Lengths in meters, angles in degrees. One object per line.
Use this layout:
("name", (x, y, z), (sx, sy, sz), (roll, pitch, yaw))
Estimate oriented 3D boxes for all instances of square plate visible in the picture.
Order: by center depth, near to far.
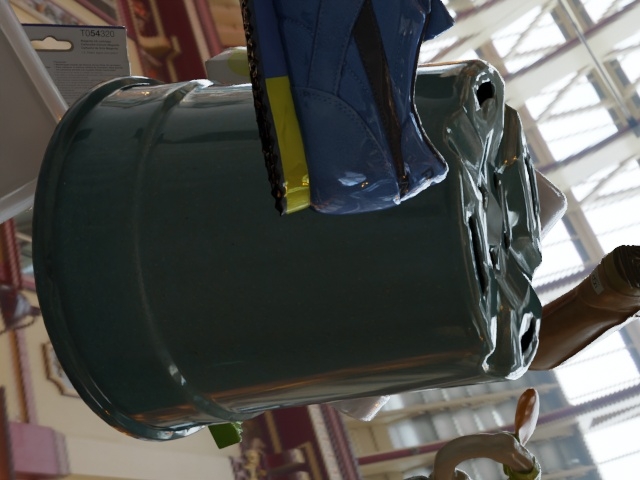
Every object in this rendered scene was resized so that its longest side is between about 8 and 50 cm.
("square plate", (-0.547, -0.174, 1.300), (0.347, 0.344, 0.049), (-35, -159, -23))

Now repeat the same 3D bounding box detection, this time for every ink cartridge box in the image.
("ink cartridge box", (-0.552, -0.276, 1.824), (0.071, 0.324, 0.330), (-5, -91, 64))

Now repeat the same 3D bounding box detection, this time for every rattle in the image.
("rattle", (0.178, 0.269, 1.135), (0.199, 0.130, 0.143), (-28, -134, 33))

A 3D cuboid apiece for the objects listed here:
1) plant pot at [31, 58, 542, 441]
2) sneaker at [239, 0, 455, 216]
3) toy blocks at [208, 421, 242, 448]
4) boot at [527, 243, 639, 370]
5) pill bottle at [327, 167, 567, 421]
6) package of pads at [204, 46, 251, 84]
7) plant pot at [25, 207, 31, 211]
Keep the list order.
("plant pot", (0.000, 0.000, 0.761), (0.334, 0.341, 0.341), (-6, -109, 25))
("sneaker", (0.004, -0.115, 0.354), (0.082, 0.069, 0.209), (-11, -85, -5))
("toy blocks", (-0.168, 0.148, 1.626), (0.190, 0.261, 0.381), (-26, -90, 27))
("boot", (0.397, 0.099, 1.183), (0.269, 0.236, 0.089), (125, -28, -54))
("pill bottle", (0.127, 0.040, 1.217), (0.408, 0.229, 0.229), (-52, -125, 8))
("package of pads", (-0.050, -0.227, 1.528), (0.296, 0.101, 0.229), (3, -67, 31))
("plant pot", (-0.544, -0.114, 1.570), (0.109, 0.096, 0.109), (-53, -147, 1))
